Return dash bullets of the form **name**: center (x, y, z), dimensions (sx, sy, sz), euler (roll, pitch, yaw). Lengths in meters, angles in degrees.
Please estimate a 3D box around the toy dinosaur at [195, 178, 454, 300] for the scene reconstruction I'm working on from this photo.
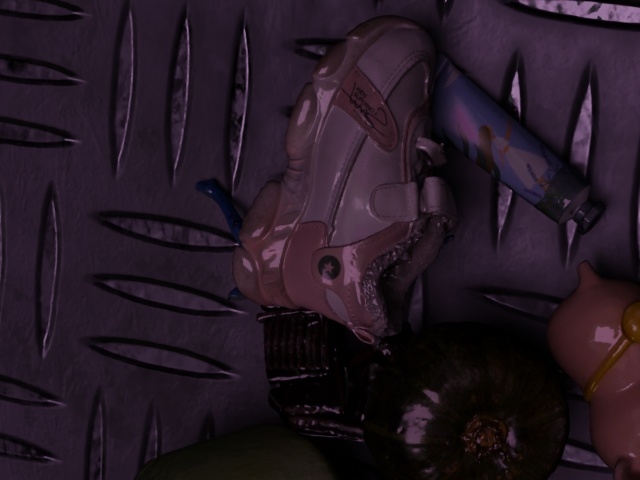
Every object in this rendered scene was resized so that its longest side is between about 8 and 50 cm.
- **toy dinosaur**: center (-0.019, 0.025, 1.793), dimensions (0.329, 0.076, 0.144), euler (13, 74, 21)

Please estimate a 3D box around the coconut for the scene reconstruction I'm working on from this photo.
- **coconut**: center (-0.080, 0.358, 1.783), dimensions (0.328, 0.328, 0.281), euler (-36, 65, 25)

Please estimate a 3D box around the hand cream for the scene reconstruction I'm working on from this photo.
- **hand cream**: center (0.203, -0.099, 1.692), dimensions (0.256, 0.055, 0.088), euler (42, 121, 18)

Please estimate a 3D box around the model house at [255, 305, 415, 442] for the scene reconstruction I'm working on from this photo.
- **model house**: center (0.026, 0.142, 1.769), dimensions (0.203, 0.141, 0.164), euler (4, 107, 13)

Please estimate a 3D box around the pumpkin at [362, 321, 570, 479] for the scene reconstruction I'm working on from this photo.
- **pumpkin**: center (0.155, 0.193, 1.646), dimensions (0.223, 0.157, 0.224), euler (-3, 99, -18)

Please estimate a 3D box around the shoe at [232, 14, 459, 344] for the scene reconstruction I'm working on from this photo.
- **shoe**: center (0.064, -0.060, 1.666), dimensions (0.198, 0.172, 0.351), euler (27, 95, 20)

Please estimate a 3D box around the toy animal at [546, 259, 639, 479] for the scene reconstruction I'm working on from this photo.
- **toy animal**: center (0.327, 0.137, 1.627), dimensions (0.149, 0.165, 0.248), euler (-19, 83, 20)
